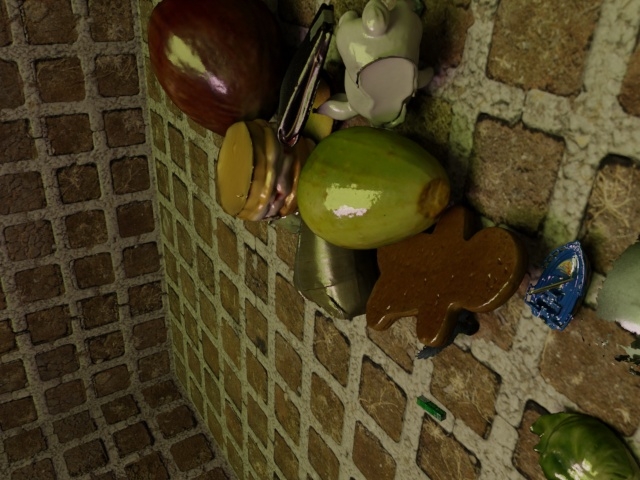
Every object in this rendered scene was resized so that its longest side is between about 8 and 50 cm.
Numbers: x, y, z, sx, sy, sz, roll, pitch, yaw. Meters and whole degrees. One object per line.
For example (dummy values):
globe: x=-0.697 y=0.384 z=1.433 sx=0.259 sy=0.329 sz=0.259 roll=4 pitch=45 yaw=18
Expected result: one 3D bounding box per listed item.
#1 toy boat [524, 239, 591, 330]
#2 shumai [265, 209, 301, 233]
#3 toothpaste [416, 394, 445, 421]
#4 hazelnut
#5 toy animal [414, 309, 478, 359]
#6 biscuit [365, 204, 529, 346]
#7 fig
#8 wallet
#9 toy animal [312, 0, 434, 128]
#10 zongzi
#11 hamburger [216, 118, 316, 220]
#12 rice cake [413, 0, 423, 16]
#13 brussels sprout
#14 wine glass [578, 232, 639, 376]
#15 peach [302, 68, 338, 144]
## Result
toy boat: x=0.376 y=0.075 z=0.900 sx=0.091 sy=0.110 sz=0.175 roll=45 pitch=137 yaw=40
shumai: x=-0.096 y=-0.099 z=1.582 sx=0.184 sy=0.142 sz=0.184 roll=39 pitch=137 yaw=49
toothpaste: x=0.263 y=0.399 z=1.328 sx=0.083 sy=0.017 sz=0.020 roll=28 pitch=129 yaw=52
hazelnut: x=-0.256 y=-0.474 z=1.486 sx=0.421 sy=0.353 sz=0.420 roll=30 pitch=138 yaw=32
toy animal: x=0.266 y=0.166 z=1.133 sx=0.062 sy=0.108 sz=0.220 roll=53 pitch=123 yaw=41
biscuit: x=0.237 y=0.072 z=1.084 sx=0.432 sy=0.064 sz=0.283 roll=-16 pitch=56 yaw=60
fig: x=0.114 y=-0.100 z=1.125 sx=0.326 sy=0.258 sz=0.258 roll=10 pitch=113 yaw=44
wallet: x=-0.033 y=-0.360 z=1.198 sx=0.221 sy=0.071 sz=0.262 roll=-86 pitch=19 yaw=-55
toy animal: x=0.103 y=-0.318 z=1.085 sx=0.325 sy=0.209 sz=0.154 roll=128 pitch=143 yaw=-58
zongzi: x=0.000 y=0.000 z=1.458 sx=0.393 sy=0.174 sz=0.355 roll=-173 pitch=77 yaw=-67
hamburger: x=-0.124 y=-0.173 z=1.438 sx=0.276 sy=0.237 sz=0.276 roll=-13 pitch=75 yaw=60
rice cake: x=0.135 y=-0.399 z=1.155 sx=0.045 sy=0.042 sz=0.245 roll=55 pitch=146 yaw=9
brussels sprout: x=0.448 y=0.373 z=0.940 sx=0.181 sy=0.101 sz=0.139 roll=45 pitch=120 yaw=57
wine glass: x=0.503 y=0.115 z=0.636 sx=0.357 sy=0.191 sz=0.190 roll=22 pitch=121 yaw=51
peach: x=-0.019 y=-0.338 z=1.420 sx=0.279 sy=0.068 sz=0.189 roll=-12 pitch=101 yaw=58
